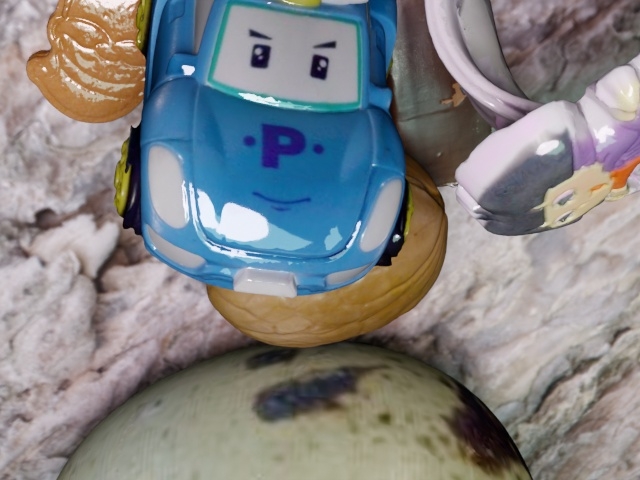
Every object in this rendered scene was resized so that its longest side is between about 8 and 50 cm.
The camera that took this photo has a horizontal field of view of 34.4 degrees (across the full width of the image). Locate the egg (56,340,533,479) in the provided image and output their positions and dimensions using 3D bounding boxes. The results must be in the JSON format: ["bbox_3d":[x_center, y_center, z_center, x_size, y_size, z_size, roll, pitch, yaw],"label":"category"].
[{"bbox_3d":[-0.023,0.257,0.882,0.428,0.345,0.345,-2,121,-5],"label":"egg"}]

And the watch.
[{"bbox_3d":[0.166,-0.145,0.708,0.244,0.231,0.196,-32,164,9],"label":"watch"}]

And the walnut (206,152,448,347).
[{"bbox_3d":[0.000,0.000,0.836,0.207,0.167,0.167,-14,121,10],"label":"walnut"}]

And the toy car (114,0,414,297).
[{"bbox_3d":[-0.028,-0.110,0.691,0.198,0.314,0.166,8,141,-11],"label":"toy car"}]

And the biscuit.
[{"bbox_3d":[-0.168,-0.150,0.811,0.102,0.019,0.130,32,111,-24],"label":"biscuit"}]

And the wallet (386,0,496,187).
[{"bbox_3d":[0.097,-0.125,0.857,0.095,0.026,0.176,-11,116,0],"label":"wallet"}]
